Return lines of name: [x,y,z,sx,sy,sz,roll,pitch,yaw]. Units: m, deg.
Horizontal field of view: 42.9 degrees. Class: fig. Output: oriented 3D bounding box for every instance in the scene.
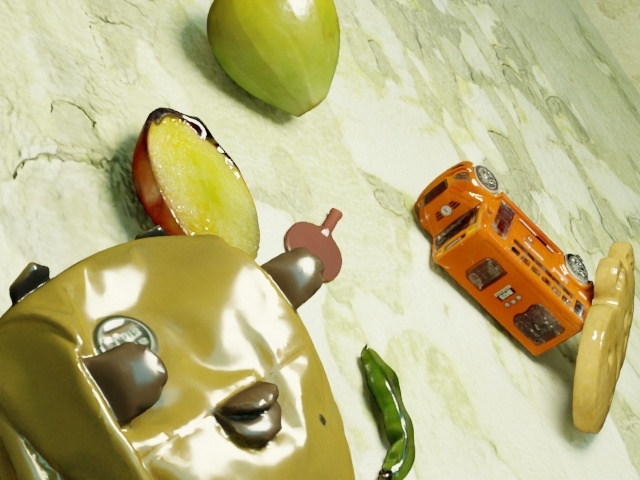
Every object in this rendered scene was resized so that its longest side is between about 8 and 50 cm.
fig: [-0.066,-0.319,1.276,0.207,0.207,0.230,-84,152,-46]

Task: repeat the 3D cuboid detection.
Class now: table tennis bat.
table tennis bat: [0.000,0.000,1.189,0.098,0.019,0.154,40,39,-8]

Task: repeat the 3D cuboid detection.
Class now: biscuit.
biscuit: [0.484,0.163,1.365,0.355,0.052,0.275,-52,139,-46]

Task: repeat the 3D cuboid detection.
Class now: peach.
peach: [-0.159,-0.045,1.032,0.189,0.068,0.279,21,41,-42]

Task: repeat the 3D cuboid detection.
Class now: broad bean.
broad bean: [0.090,0.224,1.048,0.061,0.046,0.195,25,43,-31]

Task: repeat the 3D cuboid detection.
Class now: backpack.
backpack: [-0.119,0.164,0.765,0.378,0.201,0.353,49,40,8]

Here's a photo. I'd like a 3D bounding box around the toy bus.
toy bus: [0.297,0.029,1.356,0.329,0.143,0.153,44,39,-7]
